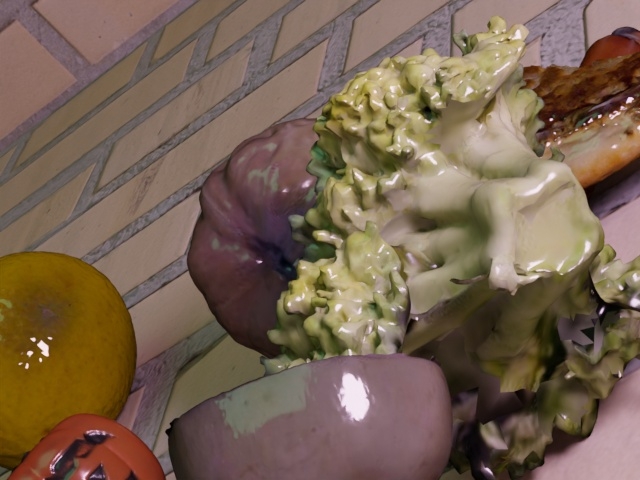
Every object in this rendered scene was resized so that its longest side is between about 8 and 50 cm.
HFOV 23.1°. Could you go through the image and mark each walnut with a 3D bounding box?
[{"bbox_3d":[-0.002,-0.001,1.522,0.248,0.248,0.248,-37,23,18],"label":"walnut"}]

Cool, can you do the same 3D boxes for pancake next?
[{"bbox_3d":[0.225,-0.119,1.420,0.266,0.057,0.244,-33,28,-14],"label":"pancake"}]

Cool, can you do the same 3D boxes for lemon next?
[{"bbox_3d":[-0.341,0.141,1.845,0.267,0.267,0.267,-37,23,18],"label":"lemon"}]

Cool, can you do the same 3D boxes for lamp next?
[{"bbox_3d":[-0.232,0.269,1.541,0.188,0.164,0.187,-50,-3,-4],"label":"lamp"}]

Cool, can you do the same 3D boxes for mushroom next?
[{"bbox_3d":[-0.005,0.145,1.005,0.188,0.141,0.117,-16,51,16],"label":"mushroom"}]

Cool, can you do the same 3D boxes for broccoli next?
[{"bbox_3d":[0.130,0.007,1.157,0.281,0.293,0.348,169,115,-80],"label":"broccoli"}]

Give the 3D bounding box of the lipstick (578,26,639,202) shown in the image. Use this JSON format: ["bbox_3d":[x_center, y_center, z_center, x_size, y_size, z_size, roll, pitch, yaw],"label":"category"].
[{"bbox_3d":[0.215,-0.049,1.431,0.077,0.077,0.418,-17,32,49],"label":"lipstick"}]
